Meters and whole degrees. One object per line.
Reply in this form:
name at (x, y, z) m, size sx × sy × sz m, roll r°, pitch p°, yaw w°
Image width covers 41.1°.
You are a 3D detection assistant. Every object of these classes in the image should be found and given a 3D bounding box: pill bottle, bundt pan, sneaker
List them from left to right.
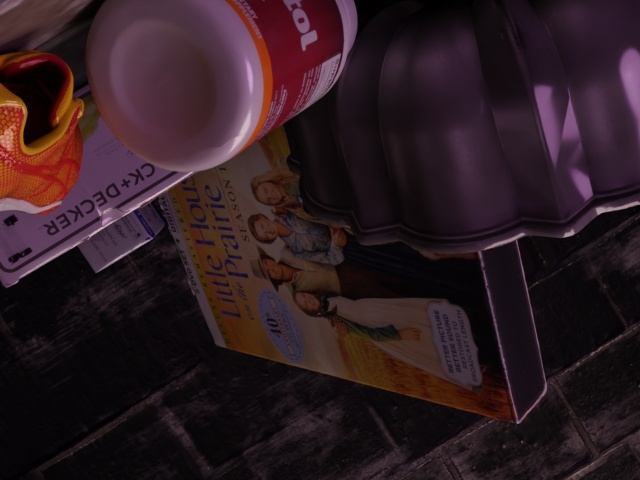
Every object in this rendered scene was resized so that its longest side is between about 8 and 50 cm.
sneaker at (-0.127, -0.049, 0.377) m, size 0.067 × 0.064 × 0.175 m, roll -41°, pitch -169°, yaw 3°
pill bottle at (-0.038, -0.096, 0.420) m, size 0.086 × 0.086 × 0.152 m, roll -26°, pitch -169°, yaw 31°
bundt pan at (0.112, -0.145, 0.569) m, size 0.330 × 0.124 × 0.331 m, roll -16°, pitch -143°, yaw 12°

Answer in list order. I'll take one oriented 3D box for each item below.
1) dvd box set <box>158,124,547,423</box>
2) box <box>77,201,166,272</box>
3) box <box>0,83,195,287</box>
dvd box set at (0.000, 0.000, 0.847) m, size 0.420 × 0.308 × 0.062 m, roll 7°, pitch -147°, yaw 43°
box at (-0.233, -0.045, 0.907) m, size 0.072 × 0.126 × 0.137 m, roll -32°, pitch -170°, yaw 0°
box at (-0.188, -0.054, 0.689) m, size 0.169 × 0.087 × 0.290 m, roll -33°, pitch -170°, yaw -9°
